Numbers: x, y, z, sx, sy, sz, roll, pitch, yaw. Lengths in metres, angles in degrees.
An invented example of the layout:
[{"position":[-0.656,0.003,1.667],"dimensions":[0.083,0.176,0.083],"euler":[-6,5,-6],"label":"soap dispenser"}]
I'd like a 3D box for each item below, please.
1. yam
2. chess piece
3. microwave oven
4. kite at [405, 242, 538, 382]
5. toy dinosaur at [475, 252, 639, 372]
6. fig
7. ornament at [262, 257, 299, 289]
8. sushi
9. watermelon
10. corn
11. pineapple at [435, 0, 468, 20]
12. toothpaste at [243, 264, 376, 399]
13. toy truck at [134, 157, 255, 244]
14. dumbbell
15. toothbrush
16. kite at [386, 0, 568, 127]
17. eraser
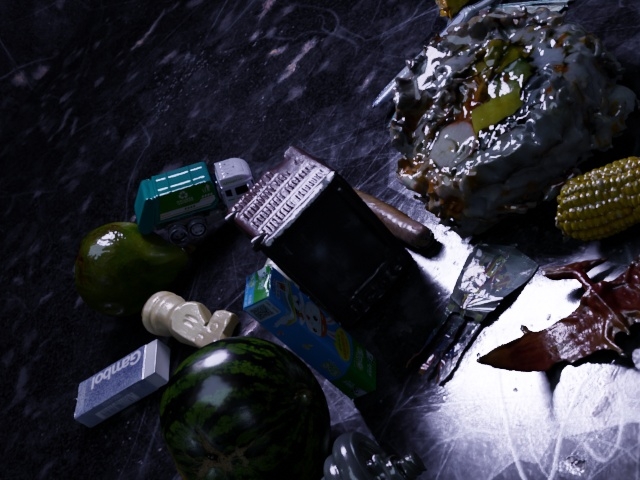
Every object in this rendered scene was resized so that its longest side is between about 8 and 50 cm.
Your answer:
[{"position":[0.111,-0.041,1.819],"dimensions":[0.046,0.046,0.264],"euler":[-51,33,-5],"label":"yam"},{"position":[-0.239,0.158,1.986],"dimensions":[0.200,0.090,0.090],"euler":[14,66,41],"label":"chess piece"},{"position":[0.001,-0.002,1.728],"dimensions":[0.178,0.247,0.188],"euler":[-46,35,-2],"label":"microwave oven"},{"position":[0.219,0.103,1.585],"dimensions":[0.245,0.015,0.141],"euler":[-54,32,-11],"label":"kite"},{"position":[0.368,0.060,1.380],"dimensions":[0.327,0.113,0.206],"euler":[-23,41,29],"label":"toy dinosaur"},{"position":[-0.375,0.051,2.145],"dimensions":[0.245,0.195,0.195],"euler":[-10,45,14],"label":"fig"},{"position":[-0.072,0.057,1.893],"dimensions":[0.075,0.081,0.156],"euler":[-20,38,29],"label":"ornament"},{"position":[0.288,-0.198,1.666],"dimensions":[0.417,0.176,0.417],"euler":[-28,40,26],"label":"sushi"},{"position":[-0.108,0.273,1.559],"dimensions":[0.269,0.269,0.269],"euler":[-29,38,25],"label":"watermelon"},{"position":[0.467,-0.077,1.426],"dimensions":[0.313,0.102,0.102],"euler":[-17,44,32],"label":"corn"},{"position":[0.253,-0.570,2.118],"dimensions":[0.250,0.140,0.164],"euler":[-53,28,-12],"label":"pineapple"},{"position":[-0.012,0.140,1.573],"dimensions":[0.050,0.266,0.065],"euler":[-27,38,26],"label":"toothpaste"},{"position":[-0.251,-0.082,2.129],"dimensions":[0.253,0.124,0.114],"euler":[-19,37,-4],"label":"toy truck"},{"position":[-0.023,0.415,1.391],"dimensions":[0.406,0.179,0.179],"euler":[-41,34,8],"label":"dumbbell"},{"position":[0.248,-0.397,2.013],"dimensions":[0.413,0.042,0.035],"euler":[-45,35,6],"label":"toothbrush"},{"position":[0.285,-0.338,1.959],"dimensions":[0.406,0.014,0.368],"euler":[-34,37,18],"label":"kite"},{"position":[-0.381,0.277,2.037],"dimensions":[0.212,0.046,0.092],"euler":[-30,38,23],"label":"eraser"}]
